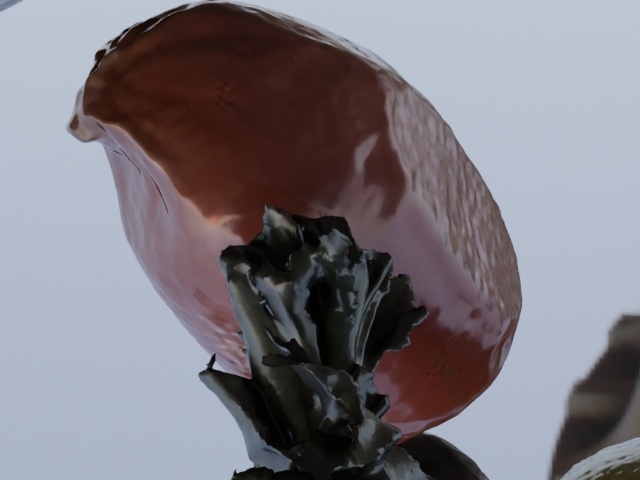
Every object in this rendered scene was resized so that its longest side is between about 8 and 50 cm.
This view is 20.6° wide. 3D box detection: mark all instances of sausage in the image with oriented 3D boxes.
[{"bbox_3d":[0.000,0.000,0.747,0.148,0.254,0.148,-12,-123,19],"label":"sausage"}]

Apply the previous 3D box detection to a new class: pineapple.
[{"bbox_3d":[0.011,0.110,0.570,0.125,0.125,0.251,-6,-108,-2],"label":"pineapple"}]

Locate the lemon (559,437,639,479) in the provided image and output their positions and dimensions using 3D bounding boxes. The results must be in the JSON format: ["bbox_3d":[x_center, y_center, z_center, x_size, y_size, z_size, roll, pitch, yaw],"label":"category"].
[{"bbox_3d":[0.170,0.178,0.802,0.184,0.184,0.248,12,-176,23],"label":"lemon"}]

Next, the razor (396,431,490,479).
[{"bbox_3d":[-0.017,0.265,0.959,0.349,0.204,0.113,-42,-152,-18],"label":"razor"}]

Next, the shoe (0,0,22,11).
[{"bbox_3d":[-0.273,-0.198,0.680,0.384,0.171,0.237,23,-166,2],"label":"shoe"}]
